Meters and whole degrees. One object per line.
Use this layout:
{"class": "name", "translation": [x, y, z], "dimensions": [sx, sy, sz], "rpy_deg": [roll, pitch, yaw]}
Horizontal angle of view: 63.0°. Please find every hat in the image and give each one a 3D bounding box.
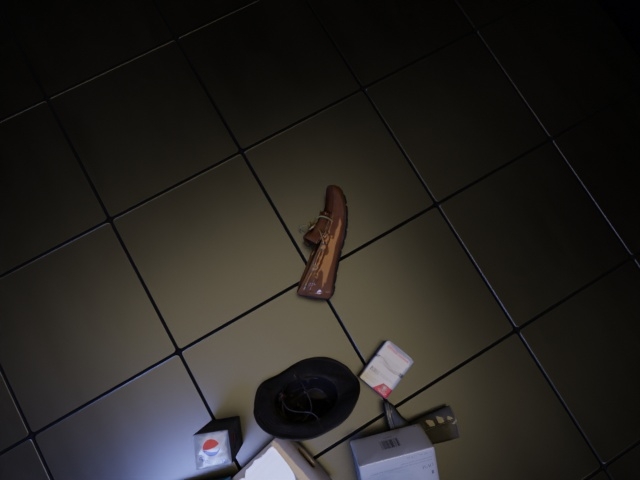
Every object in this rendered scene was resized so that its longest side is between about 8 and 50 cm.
{"class": "hat", "translation": [-0.032, 0.511, 1.584], "dimensions": [0.331, 0.331, 0.134], "rpy_deg": [-14, 118, -6]}

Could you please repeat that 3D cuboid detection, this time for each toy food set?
{"class": "toy food set", "translation": [-0.148, 0.752, 1.577], "dimensions": [0.306, 0.092, 0.220], "rpy_deg": [-43, 84, -2]}

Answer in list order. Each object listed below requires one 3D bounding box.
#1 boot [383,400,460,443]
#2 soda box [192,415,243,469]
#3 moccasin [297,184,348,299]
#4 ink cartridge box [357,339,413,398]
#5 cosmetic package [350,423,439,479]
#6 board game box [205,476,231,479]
{"class": "boot", "translation": [0.316, 0.564, 1.640], "dimensions": [0.208, 0.076, 0.190], "rpy_deg": [-20, 94, 0]}
{"class": "soda box", "translation": [-0.288, 0.572, 1.495], "dimensions": [0.098, 0.286, 0.091], "rpy_deg": [-9, 79, -4]}
{"class": "moccasin", "translation": [-0.001, 0.000, 1.718], "dimensions": [0.146, 0.139, 0.380], "rpy_deg": [13, 87, -9]}
{"class": "ink cartridge box", "translation": [0.207, 0.410, 1.671], "dimensions": [0.109, 0.063, 0.150], "rpy_deg": [39, 78, 5]}
{"class": "cosmetic package", "translation": [0.225, 0.698, 1.541], "dimensions": [0.224, 0.138, 0.225], "rpy_deg": [-13, 103, -6]}
{"class": "board game box", "translation": [-0.346, 0.790, 1.527], "dimensions": [0.210, 0.047, 0.160], "rpy_deg": [-18, 78, 19]}
